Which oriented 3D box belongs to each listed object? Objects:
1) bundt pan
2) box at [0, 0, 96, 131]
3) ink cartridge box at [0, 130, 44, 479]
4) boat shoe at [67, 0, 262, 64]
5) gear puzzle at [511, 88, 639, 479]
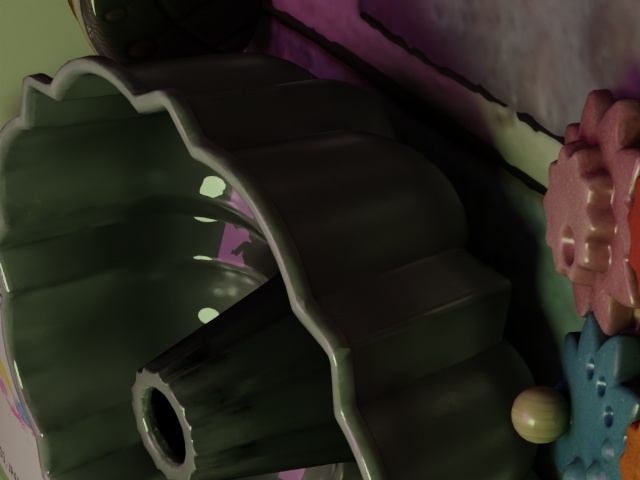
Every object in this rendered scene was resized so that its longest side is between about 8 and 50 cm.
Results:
[{"bbox_3d":[-0.020,0.064,0.835,0.331,0.124,0.331,34,133,46],"label":"bundt pan"},{"bbox_3d":[-0.201,-0.121,1.239,0.113,0.094,0.275,25,122,61],"label":"box"},{"bbox_3d":[-0.126,0.057,1.116,0.207,0.119,0.353,-139,44,-55],"label":"ink cartridge box"},{"bbox_3d":[-0.107,-0.241,0.949,0.120,0.122,0.324,-144,49,-62],"label":"boat shoe"},{"bbox_3d":[0.123,0.047,0.538,0.339,0.044,0.175,-155,65,-76],"label":"gear puzzle"}]
